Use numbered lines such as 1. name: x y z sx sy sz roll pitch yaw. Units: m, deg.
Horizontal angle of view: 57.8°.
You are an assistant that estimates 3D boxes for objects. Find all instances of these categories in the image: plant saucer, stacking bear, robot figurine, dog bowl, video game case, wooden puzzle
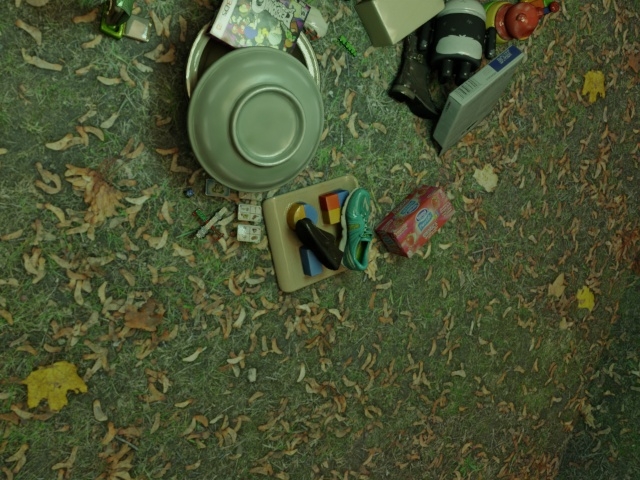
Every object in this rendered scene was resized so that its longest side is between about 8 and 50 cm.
1. plant saucer: -0.153 -0.313 1.564 0.400 0.100 0.401 -10 114 -24
2. stacking bear: 0.620 -0.742 1.995 0.175 0.289 0.164 -14 106 -27
3. robot figurine: 0.457 -0.661 1.929 0.209 0.173 0.278 11 85 -37
4. dog bowl: -0.209 -0.451 1.665 0.407 0.150 0.408 -7 103 -29
5. video game case: -0.162 -0.589 1.553 0.232 0.042 0.210 24 89 -31
6. wooden puzzle: 0.003 -0.022 1.907 0.347 0.080 0.322 -18 108 -25

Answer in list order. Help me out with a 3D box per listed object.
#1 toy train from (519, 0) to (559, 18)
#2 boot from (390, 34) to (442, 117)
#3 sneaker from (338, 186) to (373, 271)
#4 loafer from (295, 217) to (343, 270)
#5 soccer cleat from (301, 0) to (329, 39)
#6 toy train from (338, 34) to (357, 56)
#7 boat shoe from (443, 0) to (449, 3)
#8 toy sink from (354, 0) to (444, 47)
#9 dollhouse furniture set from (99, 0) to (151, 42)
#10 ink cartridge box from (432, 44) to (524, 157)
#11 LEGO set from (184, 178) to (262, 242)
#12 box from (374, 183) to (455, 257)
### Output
1. toy train: 0.766 -0.885 2.167 0.248 0.105 0.143 -26 101 -23
2. boot: 0.363 -0.563 2.005 0.263 0.091 0.229 26 80 -36
3. sneaker: 0.132 -0.034 1.883 0.107 0.110 0.275 0 98 -34
4. loafer: 0.000 0.000 1.828 0.078 0.080 0.220 -55 128 -25
5. soccer cleat: -0.052 -0.694 1.758 0.196 0.068 0.076 36 76 -37
6. toy train: 0.089 -0.629 1.875 0.083 0.017 0.024 38 70 -29
7. boat shoe: 0.415 -0.889 1.959 0.118 0.103 0.320 35 82 -29
8. toy sink: 0.255 -0.757 1.879 0.234 0.131 0.153 -39 116 -12
9. dollhouse furniture set: -0.431 -0.603 1.419 0.151 0.301 0.198 9 92 -28
10. ink cartridge box: 0.537 -0.483 2.043 0.324 0.330 0.071 -40 76 -18
11. LEGO set: -0.298 -0.090 1.757 0.244 0.060 0.183 4 85 -31
12. box: 0.335 -0.072 2.058 0.257 0.128 0.123 -43 117 -15
